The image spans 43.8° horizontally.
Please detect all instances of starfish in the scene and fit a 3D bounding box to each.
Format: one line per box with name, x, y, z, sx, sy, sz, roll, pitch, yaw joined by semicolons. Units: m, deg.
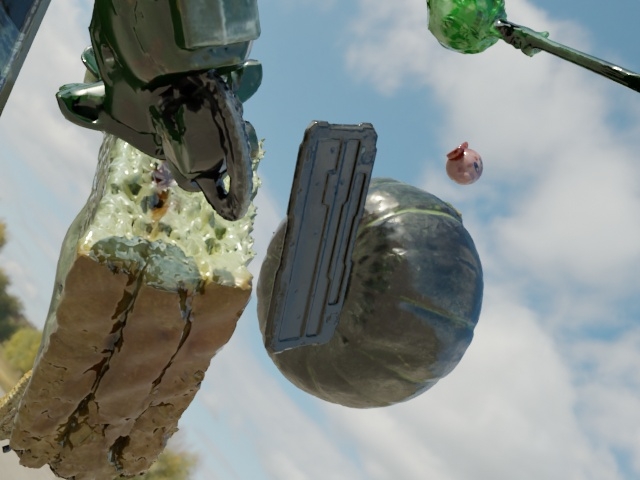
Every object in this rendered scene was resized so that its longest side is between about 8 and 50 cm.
starfish;-0.377;0.197;0.861;0.050;0.247;0.138;46;-34;31

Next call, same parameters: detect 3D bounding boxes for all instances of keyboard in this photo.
keyboard;0.000;0.000;0.854;0.016;0.106;0.262;33;-62;46

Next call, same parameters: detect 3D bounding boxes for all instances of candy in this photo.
candy;0.237;-0.215;0.873;0.323;0.097;0.097;40;-25;41

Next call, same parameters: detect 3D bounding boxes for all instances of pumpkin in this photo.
pumpkin;0.065;0.069;1.084;0.323;0.323;0.241;30;3;43

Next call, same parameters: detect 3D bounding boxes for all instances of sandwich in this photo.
sandwich;-0.153;0.004;0.687;0.131;0.325;0.262;19;-51;-16

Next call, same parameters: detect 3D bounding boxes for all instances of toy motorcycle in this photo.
toy motorcycle;-0.086;-0.154;0.420;0.187;0.125;0.274;31;-49;58

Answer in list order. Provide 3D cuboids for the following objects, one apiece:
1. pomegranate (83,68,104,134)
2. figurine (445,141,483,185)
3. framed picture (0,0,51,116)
pomegranate;-0.196;-0.173;1.024;0.181;0.181;0.224;30;-24;44
figurine;0.257;-0.134;1.421;0.067;0.083;0.071;-31;-86;39
framed picture;-0.272;-0.177;0.572;0.023;0.260;0.189;3;-30;13
